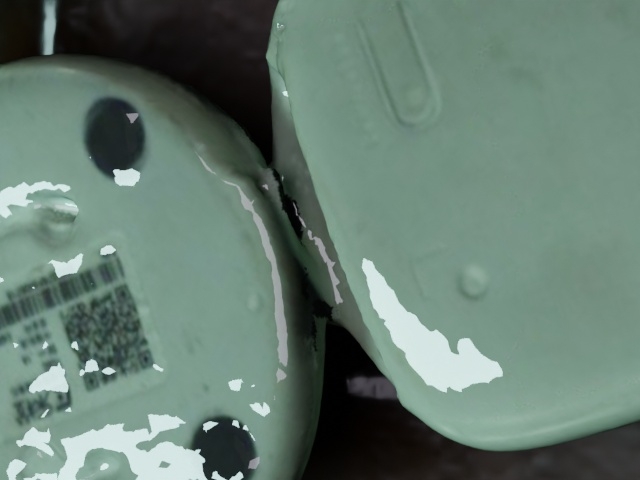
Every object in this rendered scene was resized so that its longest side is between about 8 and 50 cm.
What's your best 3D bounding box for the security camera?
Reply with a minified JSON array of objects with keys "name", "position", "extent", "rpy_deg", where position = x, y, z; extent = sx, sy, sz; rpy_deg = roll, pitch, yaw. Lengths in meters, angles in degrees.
[{"name":"security camera","position":[0.000,0.000,0.532],"extent":[0.301,0.080,0.157],"rpy_deg":[-22,85,26]}]
